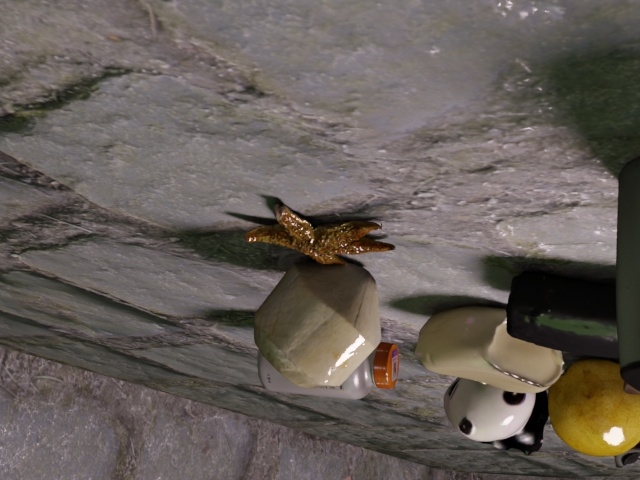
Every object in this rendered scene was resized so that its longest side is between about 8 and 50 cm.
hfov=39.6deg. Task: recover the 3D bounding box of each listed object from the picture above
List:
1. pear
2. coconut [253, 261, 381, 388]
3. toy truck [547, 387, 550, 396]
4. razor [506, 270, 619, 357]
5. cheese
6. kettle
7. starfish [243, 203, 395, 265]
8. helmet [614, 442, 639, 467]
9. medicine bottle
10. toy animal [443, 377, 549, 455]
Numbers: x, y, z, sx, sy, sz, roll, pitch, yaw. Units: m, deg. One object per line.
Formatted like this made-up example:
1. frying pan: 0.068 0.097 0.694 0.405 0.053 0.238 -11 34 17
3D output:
1. pear: 0.574 0.344 1.851 0.209 0.209 0.209 8 161 3
2. coconut: 0.005 0.133 1.515 0.202 0.222 0.202 39 -174 -5
3. toy truck: 0.620 0.380 2.127 0.079 0.065 0.147 21 159 -22
4. razor: 0.460 0.124 1.409 0.327 0.107 0.189 4 161 15
5. cheese: 0.323 0.210 1.694 0.266 0.127 0.233 21 161 -24
6. kettle: 0.418 0.035 0.957 0.165 0.255 0.240 19 159 -18
7. starfish: 0.000 0.001 1.379 0.227 0.043 0.240 3 162 21
8. helmet: 0.796 0.422 1.994 0.305 0.177 0.225 10 153 -21
9. medicine bottle: 0.020 0.261 1.927 0.288 0.157 0.157 2 159 19
10. toy animal: 0.385 0.351 1.969 0.212 0.213 0.267 -3 154 31
